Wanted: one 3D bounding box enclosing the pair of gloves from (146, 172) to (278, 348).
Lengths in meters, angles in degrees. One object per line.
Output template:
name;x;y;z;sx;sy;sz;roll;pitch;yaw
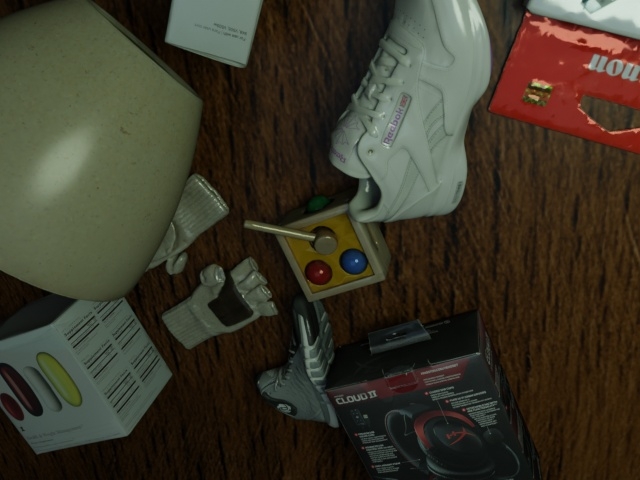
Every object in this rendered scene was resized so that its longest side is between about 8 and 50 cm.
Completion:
pair of gloves;-0.192;0.042;0.826;0.204;0.042;0.240;-24;105;23

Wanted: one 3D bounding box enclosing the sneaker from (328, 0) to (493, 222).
sneaker;0.085;-0.137;0.582;0.152;0.114;0.305;-14;129;-13

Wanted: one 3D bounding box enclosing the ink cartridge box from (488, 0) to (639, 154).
ink cartridge box;0.340;-0.204;0.570;0.275;0.060;0.239;17;116;6

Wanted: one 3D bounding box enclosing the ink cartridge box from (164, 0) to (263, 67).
ink cartridge box;-0.090;-0.302;0.573;0.087;0.153;0.208;12;117;-13

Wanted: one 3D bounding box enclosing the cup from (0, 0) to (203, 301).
cup;-0.275;-0.128;0.643;0.331;0.331;0.237;42;96;-6

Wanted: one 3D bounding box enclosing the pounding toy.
pounding toy;0.000;0.000;0.724;0.130;0.100;0.141;-19;108;21

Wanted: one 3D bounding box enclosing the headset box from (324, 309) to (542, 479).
headset box;0.157;0.243;0.789;0.218;0.110;0.293;-20;108;21

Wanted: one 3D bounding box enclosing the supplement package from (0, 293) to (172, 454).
supplement package;-0.387;0.194;0.884;0.194;0.149;0.203;-19;109;21

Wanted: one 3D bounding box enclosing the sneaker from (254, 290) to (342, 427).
sneaker;-0.045;0.182;0.830;0.132;0.086;0.228;-6;113;19
